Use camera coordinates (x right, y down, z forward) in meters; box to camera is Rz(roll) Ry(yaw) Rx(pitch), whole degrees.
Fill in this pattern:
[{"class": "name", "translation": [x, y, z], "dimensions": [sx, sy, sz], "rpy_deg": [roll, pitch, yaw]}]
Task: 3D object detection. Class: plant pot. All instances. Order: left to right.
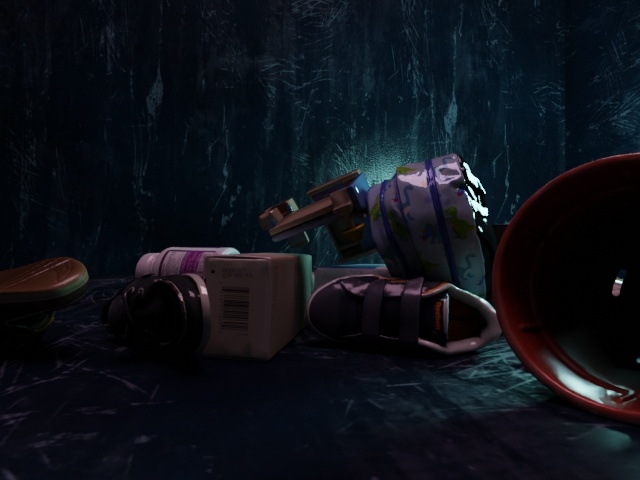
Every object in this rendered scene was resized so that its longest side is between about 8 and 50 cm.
[{"class": "plant pot", "translation": [0.405, 0.064, 0.509], "dimensions": [0.265, 0.272, 0.272], "rpy_deg": [12, -8, -37]}]

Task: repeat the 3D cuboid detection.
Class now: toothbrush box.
[{"class": "toothbrush box", "translation": [0.147, 0.126, 1.114], "dimensions": [0.216, 0.126, 0.295], "rpy_deg": [-1, -1, 29]}]

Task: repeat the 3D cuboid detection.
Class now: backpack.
[{"class": "backpack", "translation": [0.231, -0.007, 0.833], "dimensions": [0.273, 0.290, 0.355], "rpy_deg": [-2, -24, 6]}]

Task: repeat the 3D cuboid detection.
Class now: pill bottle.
[{"class": "pill bottle", "translation": [-0.401, 0.104, 1.289], "dimensions": [0.302, 0.169, 0.169], "rpy_deg": [1, -1, 17]}]

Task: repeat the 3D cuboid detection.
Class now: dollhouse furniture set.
[{"class": "dollhouse furniture set", "translation": [0.000, 0.000, 0.910], "dimensions": [0.286, 0.198, 0.303], "rpy_deg": [-22, 11, 19]}]

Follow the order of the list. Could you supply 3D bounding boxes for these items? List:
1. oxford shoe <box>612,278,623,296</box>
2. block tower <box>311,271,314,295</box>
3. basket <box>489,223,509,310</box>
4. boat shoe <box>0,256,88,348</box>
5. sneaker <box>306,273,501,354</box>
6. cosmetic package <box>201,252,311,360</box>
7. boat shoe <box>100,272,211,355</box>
[{"class": "oxford shoe", "translation": [0.537, 0.126, 0.805], "dimensions": [0.364, 0.130, 0.133], "rpy_deg": [0, 5, 28]}, {"class": "block tower", "translation": [-0.020, 0.146, 1.307], "dimensions": [0.097, 0.091, 0.335], "rpy_deg": [1, 0, 24]}, {"class": "basket", "translation": [0.481, 0.077, 1.012], "dimensions": [0.204, 0.226, 0.154], "rpy_deg": [0, -1, -20]}, {"class": "boat shoe", "translation": [-0.497, 0.114, 0.705], "dimensions": [0.342, 0.123, 0.123], "rpy_deg": [-10, 19, 25]}, {"class": "sneaker", "translation": [0.136, 0.118, 0.698], "dimensions": [0.321, 0.126, 0.127], "rpy_deg": [2, -7, -1]}, {"class": "cosmetic package", "translation": [-0.100, 0.103, 0.774], "dimensions": [0.113, 0.160, 0.309], "rpy_deg": [2, 0, 11]}, {"class": "boat shoe", "translation": [-0.273, 0.115, 0.656], "dimensions": [0.113, 0.127, 0.340], "rpy_deg": [0, -2, -35]}]
